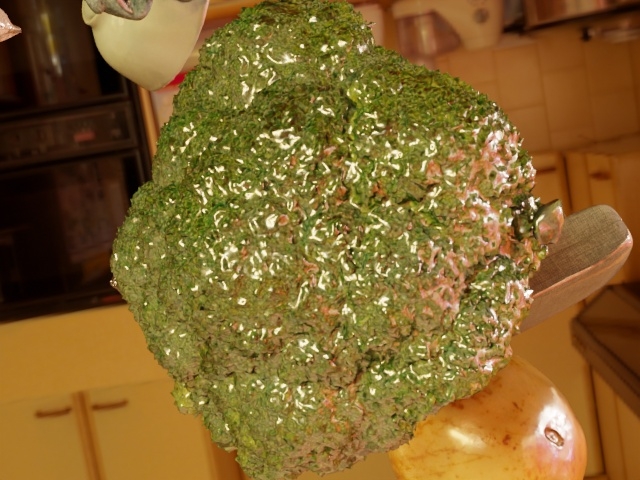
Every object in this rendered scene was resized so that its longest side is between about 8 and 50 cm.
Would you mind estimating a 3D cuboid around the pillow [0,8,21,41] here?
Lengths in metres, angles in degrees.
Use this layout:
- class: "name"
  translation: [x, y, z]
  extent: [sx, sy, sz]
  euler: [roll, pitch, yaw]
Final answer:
- class: "pillow"
  translation: [-0.504, -0.307, 1.037]
  extent: [0.173, 0.270, 0.067]
  euler: [-44, 175, -46]

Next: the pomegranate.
- class: "pomegranate"
  translation: [0.191, 0.242, 1.054]
  extent: [0.248, 0.248, 0.248]
  euler: [-10, -174, 1]

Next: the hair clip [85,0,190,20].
- class: "hair clip"
  translation: [-0.183, -0.385, 0.894]
  extent: [0.194, 0.206, 0.310]
  euler: [-34, 168, -47]

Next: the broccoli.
- class: "broccoli"
  translation: [0.000, 0.000, 0.629]
  extent: [0.321, 0.304, 0.283]
  euler: [-40, 164, 21]

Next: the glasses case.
- class: "glasses case"
  translation: [0.181, 0.067, 0.963]
  extent: [0.323, 0.074, 0.131]
  euler: [-25, 159, -10]

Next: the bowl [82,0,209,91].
- class: "bowl"
  translation: [-0.315, -0.412, 1.520]
  extent: [0.146, 0.289, 0.289]
  euler: [13, 172, -35]

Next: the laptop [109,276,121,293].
- class: "laptop"
  translation: [-0.121, -0.016, 0.872]
  extent: [0.016, 0.197, 0.135]
  euler: [32, 168, 21]
